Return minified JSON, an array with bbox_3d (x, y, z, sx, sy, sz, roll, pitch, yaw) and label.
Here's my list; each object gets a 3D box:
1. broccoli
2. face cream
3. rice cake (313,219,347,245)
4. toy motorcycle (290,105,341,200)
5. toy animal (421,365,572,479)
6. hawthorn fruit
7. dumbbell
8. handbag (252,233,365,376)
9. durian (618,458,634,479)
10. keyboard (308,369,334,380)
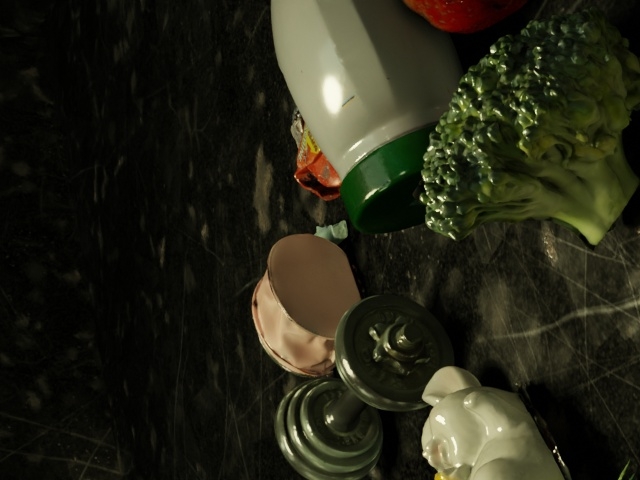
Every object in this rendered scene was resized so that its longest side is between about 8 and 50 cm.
[{"bbox_3d":[0.248,-0.098,1.379,0.288,0.245,0.248,-49,8,12],"label":"broccoli"},{"bbox_3d":[0.075,-0.211,1.719,0.357,0.219,0.312,67,-172,19],"label":"face cream"},{"bbox_3d":[0.000,0.000,2.209,0.180,0.030,0.042,147,113,-64],"label":"rice cake"},{"bbox_3d":[0.029,-0.148,2.053,0.298,0.089,0.171,-176,83,-66],"label":"toy motorcycle"},{"bbox_3d":[0.211,0.271,1.608,0.325,0.154,0.208,-110,-1,-81],"label":"toy animal"},{"bbox_3d":[0.194,-0.333,1.550,0.235,0.181,0.181,-165,74,-66],"label":"hawthorn fruit"},{"bbox_3d":[0.058,0.224,1.916,0.406,0.179,0.179,123,138,-53],"label":"dumbbell"},{"bbox_3d":[-0.019,0.103,2.092,0.116,0.179,0.205,-52,47,47],"label":"handbag"},{"bbox_3d":[0.290,0.436,1.436,0.169,0.158,0.352,-114,25,-64],"label":"durian"},{"bbox_3d":[-0.023,0.134,2.256,0.106,0.016,0.262,-20,82,66],"label":"keyboard"}]
